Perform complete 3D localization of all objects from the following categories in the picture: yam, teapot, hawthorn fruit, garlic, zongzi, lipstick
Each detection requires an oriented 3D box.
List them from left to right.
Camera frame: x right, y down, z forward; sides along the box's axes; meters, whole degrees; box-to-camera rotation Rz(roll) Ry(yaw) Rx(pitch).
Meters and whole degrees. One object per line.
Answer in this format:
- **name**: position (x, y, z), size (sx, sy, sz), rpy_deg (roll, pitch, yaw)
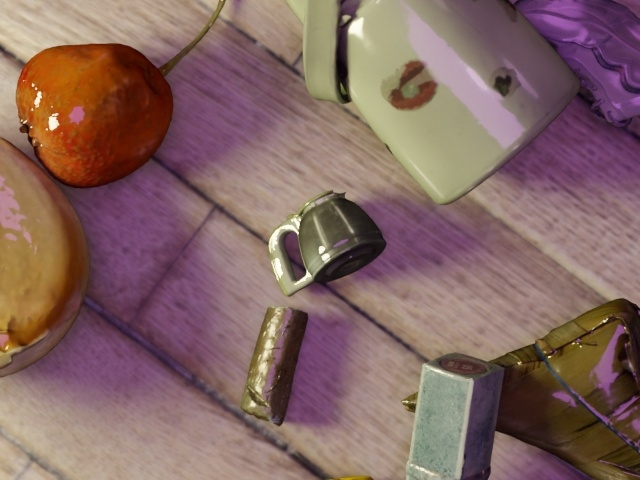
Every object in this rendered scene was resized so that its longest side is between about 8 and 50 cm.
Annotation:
- **garlic**: position (-0.414, 0.017, 1.857), size (0.286, 0.249, 0.313), rpy_deg (-23, 76, 18)
- **hawthorn fruit**: position (-0.203, -0.174, 1.919), size (0.285, 0.165, 0.165), rpy_deg (-32, 88, -25)
- **yam**: position (-0.052, 0.139, 1.930), size (0.054, 0.054, 0.132), rpy_deg (15, 88, 1)
- **teapot**: position (0.001, -0.003, 1.918), size (0.124, 0.092, 0.091), rpy_deg (-24, 72, -7)
- **lipstick**: position (0.136, 0.271, 1.870), size (0.077, 0.076, 0.289), rpy_deg (17, 106, 33)
- **zongzi**: position (0.272, 0.229, 1.904), size (0.289, 0.123, 0.260), rpy_deg (-28, 92, 14)

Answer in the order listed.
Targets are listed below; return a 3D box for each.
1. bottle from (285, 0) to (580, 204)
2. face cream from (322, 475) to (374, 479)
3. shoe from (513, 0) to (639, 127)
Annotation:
- **bottle**: position (0.086, -0.223, 1.853), size (0.229, 0.229, 0.351), rpy_deg (-43, 95, -1)
- **face cream**: position (0.039, 0.402, 1.907), size (0.078, 0.078, 0.273), rpy_deg (-8, 88, 0)
- **shoe**: position (0.320, -0.195, 1.920), size (0.245, 0.095, 0.137), rpy_deg (15, 85, -6)
